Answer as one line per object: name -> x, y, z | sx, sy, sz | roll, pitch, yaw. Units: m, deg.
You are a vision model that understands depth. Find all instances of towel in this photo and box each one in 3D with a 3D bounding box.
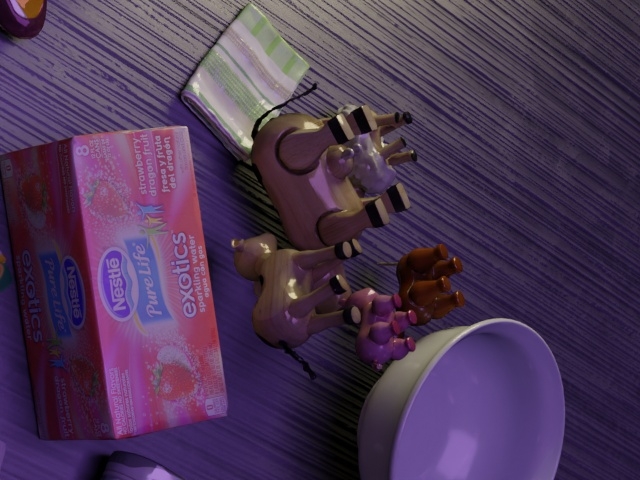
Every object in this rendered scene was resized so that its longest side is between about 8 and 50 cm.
towel -> -0.081, -0.179, 2.050 | 0.113, 0.023, 0.152 | 47, 59, -25

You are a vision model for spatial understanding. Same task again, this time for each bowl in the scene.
bowl -> 0.138, 0.223, 2.085 | 0.298, 0.134, 0.297 | -11, 107, -43

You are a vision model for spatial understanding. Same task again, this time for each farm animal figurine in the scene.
farm animal figurine -> 0.000, 0.000, 1.992 | 0.330, 0.172, 0.326 | 5, 67, -61

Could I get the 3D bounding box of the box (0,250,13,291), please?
box -> -0.383, -0.006, 1.779 | 0.105, 0.043, 0.179 | -40, 107, -35

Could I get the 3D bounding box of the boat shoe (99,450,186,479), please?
boat shoe -> -0.111, 0.341, 1.912 | 0.320, 0.118, 0.103 | 40, 68, -23

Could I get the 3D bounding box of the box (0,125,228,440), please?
box -> -0.208, 0.045, 1.841 | 0.142, 0.154, 0.300 | -8, 91, -39

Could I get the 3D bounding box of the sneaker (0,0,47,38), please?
sneaker -> -0.305, -0.298, 1.847 | 0.070, 0.084, 0.185 | -14, 93, -39

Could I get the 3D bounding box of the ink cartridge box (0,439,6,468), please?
ink cartridge box -> -0.371, 0.214, 1.720 | 0.180, 0.060, 0.104 | 48, 51, -64
